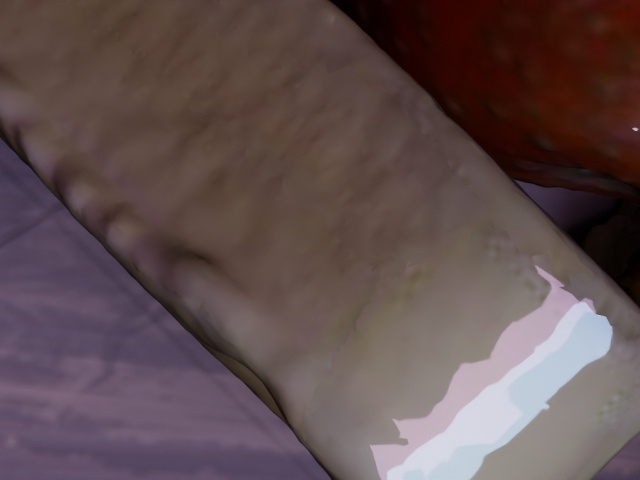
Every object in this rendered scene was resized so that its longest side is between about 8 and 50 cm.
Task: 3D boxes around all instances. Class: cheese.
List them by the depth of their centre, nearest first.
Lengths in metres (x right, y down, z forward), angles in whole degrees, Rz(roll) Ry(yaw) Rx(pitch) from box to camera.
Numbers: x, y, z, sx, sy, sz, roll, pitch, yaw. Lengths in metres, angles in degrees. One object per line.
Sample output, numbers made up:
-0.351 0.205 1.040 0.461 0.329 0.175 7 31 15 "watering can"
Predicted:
-0.001 -0.001 0.677 0.104 0.384 0.384 -47 116 -1 "cheese"

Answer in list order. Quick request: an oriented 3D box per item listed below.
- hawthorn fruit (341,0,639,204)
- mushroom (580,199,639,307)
0.137 -0.136 0.732 0.275 0.300 0.275 -16 123 -26 "hawthorn fruit"
0.295 0.144 0.898 0.356 0.331 0.334 0 136 4 "mushroom"
